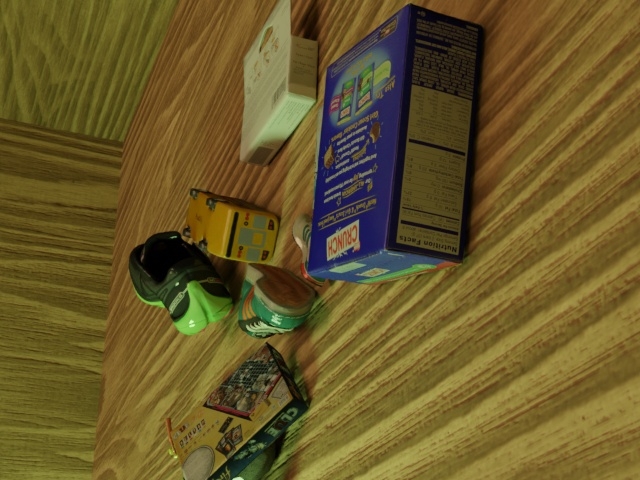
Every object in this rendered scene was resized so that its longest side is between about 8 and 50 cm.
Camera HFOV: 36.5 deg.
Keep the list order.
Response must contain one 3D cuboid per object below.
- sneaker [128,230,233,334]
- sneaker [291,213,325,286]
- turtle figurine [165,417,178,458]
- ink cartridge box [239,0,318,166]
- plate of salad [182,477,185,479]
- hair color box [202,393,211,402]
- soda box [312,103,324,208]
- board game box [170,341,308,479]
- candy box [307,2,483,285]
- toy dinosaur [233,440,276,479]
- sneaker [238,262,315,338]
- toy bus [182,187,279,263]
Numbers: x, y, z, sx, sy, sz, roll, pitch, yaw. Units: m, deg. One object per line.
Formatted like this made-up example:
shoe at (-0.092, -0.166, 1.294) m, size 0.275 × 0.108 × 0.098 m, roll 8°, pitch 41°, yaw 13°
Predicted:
sneaker at (-0.335, 0.058, 2.231) m, size 0.483 × 0.185 × 0.202 m, roll 20°, pitch 134°, yaw 61°
sneaker at (0.000, 0.000, 1.611) m, size 0.075 × 0.057 × 0.161 m, roll -48°, pitch 32°, yaw 28°
turtle figurine at (-0.234, 0.489, 1.926) m, size 0.269 × 0.087 × 0.217 m, roll 46°, pitch 138°, yaw 26°
ink cartridge box at (-0.087, -0.330, 1.975) m, size 0.296 × 0.066 × 0.261 m, roll 137°, pitch 139°, yaw -58°
plate of salad at (-0.285, 0.554, 2.120) m, size 0.200 × 0.048 × 0.199 m, roll -170°, pitch 90°, yaw -70°
hair color box at (-0.225, 0.400, 2.034) m, size 0.072 × 0.043 × 0.141 m, roll 137°, pitch 137°, yaw -60°
soda box at (0.027, -0.139, 1.578) m, size 0.063 × 0.058 × 0.183 m, roll 142°, pitch 135°, yaw -62°
board game box at (-0.144, 0.309, 1.659) m, size 0.243 × 0.042 × 0.165 m, roll -43°, pitch 36°, yaw 8°
candy box at (0.092, -0.111, 1.292) m, size 0.268 × 0.122 × 0.317 m, roll 161°, pitch 118°, yaw -67°
toy dinosaur at (-0.135, 0.384, 1.722) m, size 0.313 × 0.121 × 0.160 m, roll -39°, pitch 37°, yaw 13°
sneaker at (-0.081, 0.124, 1.695) m, size 0.302 × 0.108 × 0.121 m, roll -138°, pitch 59°, yaw -77°
toy bus at (-0.198, -0.036, 2.043) m, size 0.333 × 0.130 × 0.108 m, roll -154°, pitch 74°, yaw -70°
